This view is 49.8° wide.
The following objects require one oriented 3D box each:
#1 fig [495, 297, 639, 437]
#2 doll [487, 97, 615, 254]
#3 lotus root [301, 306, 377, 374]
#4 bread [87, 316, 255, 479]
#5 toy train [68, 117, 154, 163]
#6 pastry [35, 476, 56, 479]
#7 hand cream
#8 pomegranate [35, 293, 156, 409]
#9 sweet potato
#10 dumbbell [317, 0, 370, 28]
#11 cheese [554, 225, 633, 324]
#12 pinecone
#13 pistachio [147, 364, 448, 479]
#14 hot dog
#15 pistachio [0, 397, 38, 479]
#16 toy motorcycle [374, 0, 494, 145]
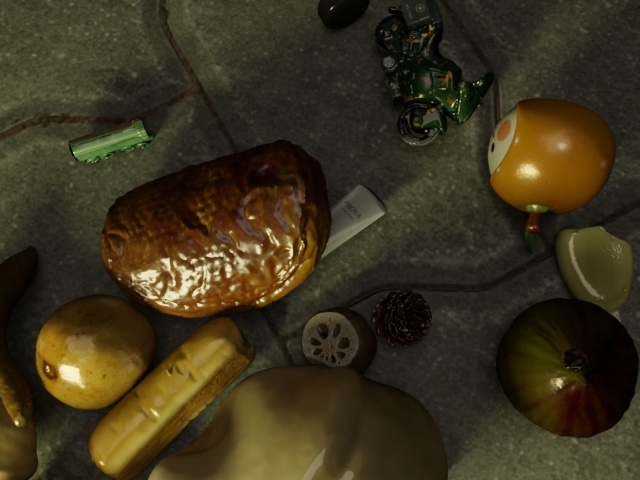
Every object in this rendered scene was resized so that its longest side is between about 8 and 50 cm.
[{"bbox_3d":[0.358,0.189,1.003,0.217,0.321,0.216,-2,84,18],"label":"fig"},{"bbox_3d":[0.372,-0.108,1.132,0.214,0.213,0.235,11,79,3],"label":"doll"},{"bbox_3d":[0.028,0.164,1.123,0.122,0.081,0.112,20,84,28],"label":"lotus root"},{"bbox_3d":[-0.237,0.245,1.093,0.305,0.142,0.091,-43,61,-9],"label":"bread"},{"bbox_3d":[-0.374,-0.175,1.231,0.148,0.071,0.038,-19,77,-4],"label":"toy train"},{"bbox_3d":[-0.407,0.489,1.028,0.256,0.170,0.236,41,101,1],"label":"pastry"},{"bbox_3d":[0.000,0.000,1.193,0.255,0.048,0.079,-39,65,-6],"label":"hand cream"},{"bbox_3d":[-0.353,0.171,1.101,0.196,0.196,0.196,0,76,1],"label":"pomegranate"},{"bbox_3d":[-0.511,0.137,1.091,0.109,0.079,0.346,-5,51,-16],"label":"sweet potato"},{"bbox_3d":[0.006,-0.500,1.292,0.100,0.100,0.191,-28,78,-6],"label":"dumbbell"},{"bbox_3d":[0.480,0.098,1.163,0.127,0.050,0.255,-8,78,-3],"label":"cheese"},{"bbox_3d":[0.134,0.126,1.129,0.102,0.109,0.102,0,76,-1],"label":"pinecone"},{"bbox_3d":[-0.036,0.352,0.989,0.446,0.281,0.365,-23,47,-11],"label":"pistachio"},{"bbox_3d":[-0.166,-0.018,1.121,0.388,0.174,0.266,-16,62,13],"label":"hot dog"},{"bbox_3d":[-0.561,0.283,1.068,0.293,0.181,0.162,31,103,7],"label":"pistachio"},{"bbox_3d":[0.203,-0.311,1.234,0.187,0.125,0.274,-15,76,7],"label":"toy motorcycle"}]
